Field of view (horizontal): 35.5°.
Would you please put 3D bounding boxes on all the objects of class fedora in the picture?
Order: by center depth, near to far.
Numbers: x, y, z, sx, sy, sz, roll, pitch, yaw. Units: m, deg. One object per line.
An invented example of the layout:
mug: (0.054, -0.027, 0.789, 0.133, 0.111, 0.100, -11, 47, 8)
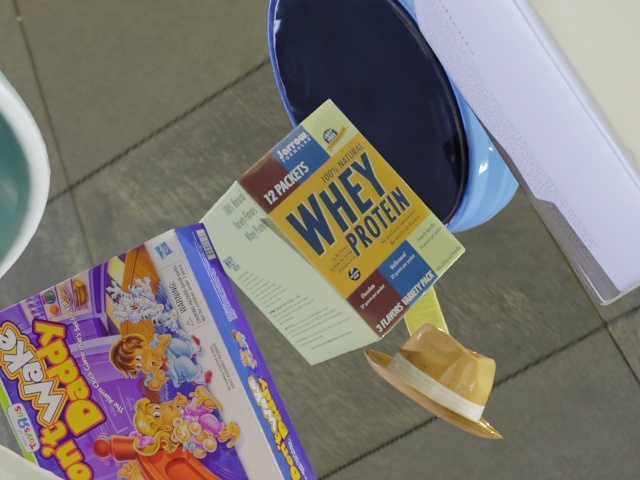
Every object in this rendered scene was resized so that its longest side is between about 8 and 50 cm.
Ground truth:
fedora: (0.140, 0.147, 1.121, 0.194, 0.194, 0.079, 32, 92, 32)

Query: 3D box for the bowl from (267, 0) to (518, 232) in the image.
bowl: (0.073, -0.176, 1.180, 0.077, 0.391, 0.391, -32, 54, -25)

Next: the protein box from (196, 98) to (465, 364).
protein box: (0.000, 0.000, 1.034, 0.201, 0.200, 0.136, 47, 66, -3)

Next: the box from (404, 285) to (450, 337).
box: (0.167, 0.148, 1.517, 0.058, 0.232, 0.087, -17, 25, 5)

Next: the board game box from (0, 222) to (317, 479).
board game box: (-0.152, 0.189, 0.942, 0.233, 0.078, 0.347, -25, 89, 15)

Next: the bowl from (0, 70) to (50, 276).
bowl: (-0.260, -0.050, 0.305, 0.312, 0.311, 0.163, -28, 71, 13)

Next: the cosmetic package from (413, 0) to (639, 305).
cosmetic package: (0.273, -0.180, 0.717, 0.329, 0.394, 0.327, -31, 79, 5)

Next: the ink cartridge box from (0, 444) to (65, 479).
ink cartridge box: (-0.193, 0.361, 0.703, 0.308, 0.091, 0.385, 22, 91, 19)
